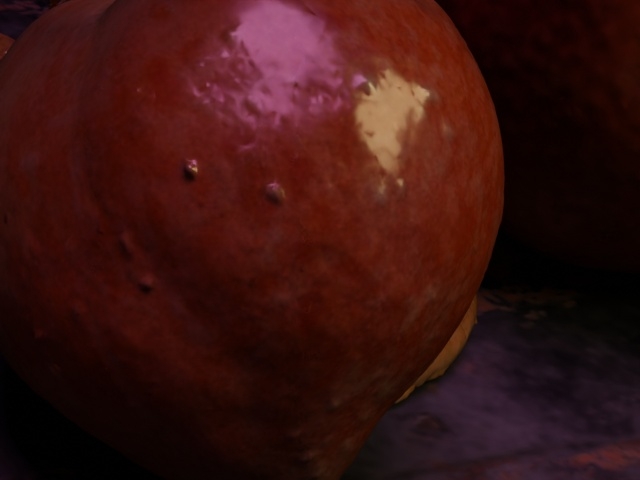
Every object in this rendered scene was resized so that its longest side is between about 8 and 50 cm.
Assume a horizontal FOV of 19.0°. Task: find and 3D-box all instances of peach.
[{"bbox_3d":[-0.033,0.000,0.753,0.232,0.232,0.232,10,30,-6],"label":"peach"}]

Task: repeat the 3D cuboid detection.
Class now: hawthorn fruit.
[{"bbox_3d":[0.186,-0.125,0.970,0.311,0.295,0.295,1,32,-27],"label":"hawthorn fruit"}]

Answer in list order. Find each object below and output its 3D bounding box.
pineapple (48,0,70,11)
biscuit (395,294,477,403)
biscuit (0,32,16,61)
[{"bbox_3d":[-0.086,-0.127,1.027,0.176,0.137,0.161,-4,77,-38],"label":"pineapple"},{"bbox_3d":[0.000,-0.001,0.917,0.144,0.033,0.224,-7,37,-31],"label":"biscuit"},{"bbox_3d":[-0.215,-0.088,0.982,0.133,0.027,0.184,4,31,-20],"label":"biscuit"}]
